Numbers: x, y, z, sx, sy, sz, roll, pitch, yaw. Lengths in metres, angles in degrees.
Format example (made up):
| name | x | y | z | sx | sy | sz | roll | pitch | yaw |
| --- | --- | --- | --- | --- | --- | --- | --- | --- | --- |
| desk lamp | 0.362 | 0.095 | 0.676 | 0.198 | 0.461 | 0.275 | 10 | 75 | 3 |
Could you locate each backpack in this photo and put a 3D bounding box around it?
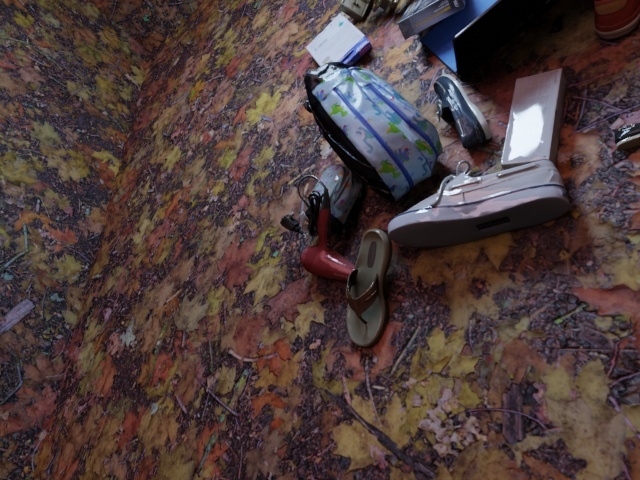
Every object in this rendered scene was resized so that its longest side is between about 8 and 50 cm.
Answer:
| name | x | y | z | sx | sy | sz | roll | pitch | yaw |
| --- | --- | --- | --- | --- | --- | --- | --- | --- | --- |
| backpack | 0.042 | -0.119 | 1.207 | 0.151 | 0.115 | 0.182 | 16 | 73 | 48 |
| backpack | 0.139 | -0.269 | 1.108 | 0.273 | 0.290 | 0.356 | -24 | 56 | 9 |

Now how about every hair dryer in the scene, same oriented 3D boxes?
| name | x | y | z | sx | sy | sz | roll | pitch | yaw |
| --- | --- | --- | --- | --- | --- | --- | --- | --- | --- |
| hair dryer | 0.000 | 0.000 | 1.115 | 0.294 | 0.080 | 0.224 | 51 | 144 | 11 |

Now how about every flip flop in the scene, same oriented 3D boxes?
| name | x | y | z | sx | sy | sz | roll | pitch | yaw |
| --- | --- | --- | --- | --- | --- | --- | --- | --- | --- |
| flip flop | 0.103 | 0.108 | 1.002 | 0.112 | 0.080 | 0.277 | 11 | 92 | 43 |

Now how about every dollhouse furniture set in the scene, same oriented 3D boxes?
| name | x | y | z | sx | sy | sz | roll | pitch | yaw |
| --- | --- | --- | --- | --- | --- | --- | --- | --- | --- |
| dollhouse furniture set | 0.170 | -0.922 | 1.527 | 0.161 | 0.212 | 0.242 | -66 | 17 | -3 |

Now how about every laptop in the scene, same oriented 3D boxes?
| name | x | y | z | sx | sy | sz | roll | pitch | yaw |
| --- | --- | --- | --- | --- | --- | --- | --- | --- | --- |
| laptop | 0.450 | -0.644 | 1.102 | 0.382 | 0.408 | 0.236 | -38 | 79 | 17 |

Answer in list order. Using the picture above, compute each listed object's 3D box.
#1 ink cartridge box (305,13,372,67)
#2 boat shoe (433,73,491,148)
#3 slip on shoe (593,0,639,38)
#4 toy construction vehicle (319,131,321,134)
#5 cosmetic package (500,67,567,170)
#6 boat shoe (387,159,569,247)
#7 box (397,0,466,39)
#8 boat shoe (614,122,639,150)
| name | x | y | z | sx | sy | sz | roll | pitch | yaw |
| --- | --- | --- | --- | --- | --- | --- | --- | --- | --- |
| ink cartridge box | 0.069 | -0.709 | 1.594 | 0.185 | 0.065 | 0.311 | -40 | 42 | 15 |
| boat shoe | 0.340 | -0.329 | 1.097 | 0.079 | 0.095 | 0.255 | -28 | 57 | 11 |
| slip on shoe | 0.682 | -0.612 | 0.966 | 0.123 | 0.101 | 0.332 | 5 | 66 | 46 |
| toy construction vehicle | 0.047 | -0.398 | 1.442 | 0.085 | 0.035 | 0.098 | -11 | 54 | 50 |
| cosmetic package | 0.475 | -0.258 | 0.952 | 0.098 | 0.060 | 0.239 | 0 | 64 | 44 |
| boat shoe | 0.319 | -0.096 | 0.934 | 0.366 | 0.136 | 0.157 | -16 | 55 | 31 |
| box | 0.342 | -0.702 | 1.292 | 0.183 | 0.056 | 0.231 | -18 | 30 | 33 |
| boat shoe | 0.624 | -0.210 | 0.800 | 0.133 | 0.048 | 0.042 | -15 | 63 | 40 |
